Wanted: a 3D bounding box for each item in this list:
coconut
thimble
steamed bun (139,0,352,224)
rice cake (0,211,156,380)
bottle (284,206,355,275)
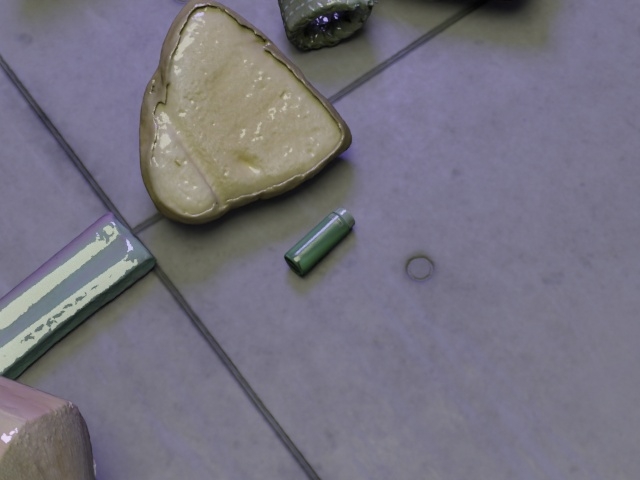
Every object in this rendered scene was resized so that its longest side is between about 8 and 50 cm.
[{"bbox_3d":[-0.321,0.237,1.398,0.244,0.239,0.239,23,69,17],"label":"coconut"},{"bbox_3d":[0.008,-0.263,1.681,0.110,0.084,0.062,-21,67,18],"label":"thimble"},{"bbox_3d":[-0.114,-0.120,1.610,0.212,0.110,0.231,-45,99,-9],"label":"steamed bun"},{"bbox_3d":[-0.282,0.062,1.579,0.221,0.042,0.080,-40,70,-13],"label":"rice cake"},{"bbox_3d":[0.000,0.000,1.594,0.083,0.030,0.030,-43,70,-16],"label":"bottle"}]
